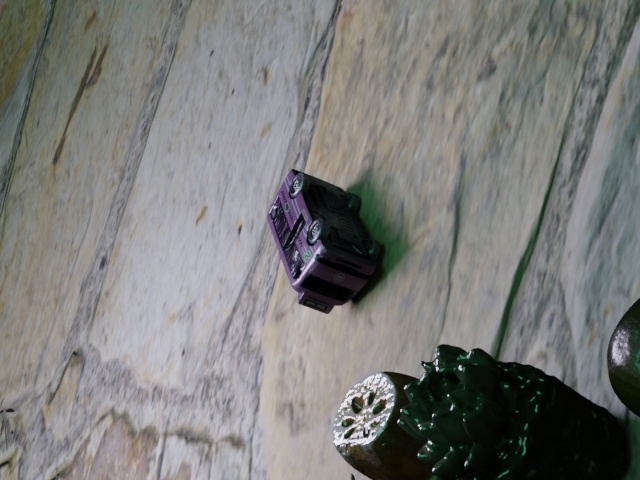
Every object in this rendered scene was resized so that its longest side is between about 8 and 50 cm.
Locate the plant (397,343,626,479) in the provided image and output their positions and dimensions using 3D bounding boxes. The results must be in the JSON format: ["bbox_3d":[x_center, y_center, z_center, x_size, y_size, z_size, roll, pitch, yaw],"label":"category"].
[{"bbox_3d":[0.165,0.175,1.583,0.129,0.194,0.132,-3,66,62],"label":"plant"}]

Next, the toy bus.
[{"bbox_3d":[0.000,0.000,2.077,0.098,0.086,0.178,-57,28,22],"label":"toy bus"}]

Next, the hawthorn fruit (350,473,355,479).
[{"bbox_3d":[0.024,0.384,1.631,0.258,0.258,0.262,-57,13,17],"label":"hawthorn fruit"}]

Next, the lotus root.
[{"bbox_3d":[0.073,0.188,1.847,0.122,0.081,0.112,-12,53,55],"label":"lotus root"}]

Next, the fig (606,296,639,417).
[{"bbox_3d":[0.321,0.112,1.478,0.177,0.117,0.117,25,92,44],"label":"fig"}]
